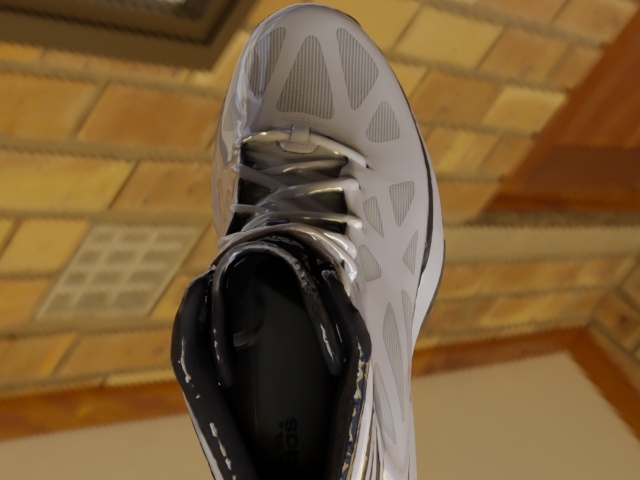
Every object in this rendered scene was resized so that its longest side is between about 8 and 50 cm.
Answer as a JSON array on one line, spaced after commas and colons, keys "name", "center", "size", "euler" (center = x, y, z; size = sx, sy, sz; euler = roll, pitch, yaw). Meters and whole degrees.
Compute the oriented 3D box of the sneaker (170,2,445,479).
[{"name": "sneaker", "center": [0.001, 0.000, 0.997], "size": [0.169, 0.257, 0.447], "euler": [-3, -114, 2]}]
